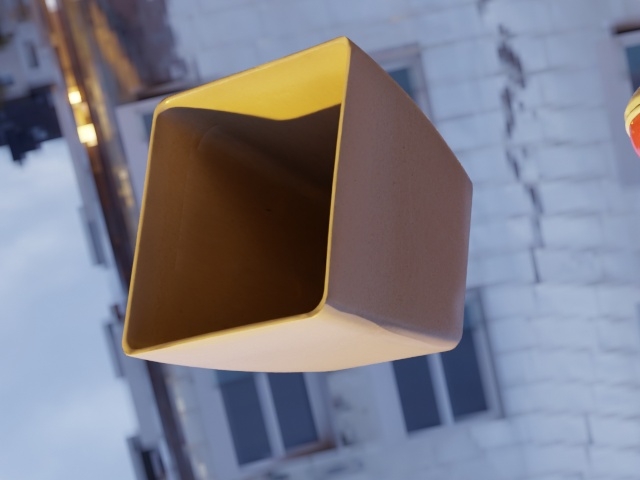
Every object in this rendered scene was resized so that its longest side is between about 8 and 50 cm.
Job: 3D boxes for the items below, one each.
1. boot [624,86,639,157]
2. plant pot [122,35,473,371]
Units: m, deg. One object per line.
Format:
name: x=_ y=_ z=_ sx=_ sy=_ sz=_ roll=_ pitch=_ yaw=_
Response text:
boot: x=0.218 y=0.042 z=0.795 sx=0.088 sy=0.244 sz=0.176 roll=-24 pitch=-140 yaw=54
plant pot: x=0.000 y=0.000 z=0.720 sx=0.109 sy=0.109 sz=0.096 roll=-14 pitch=151 yaw=42
